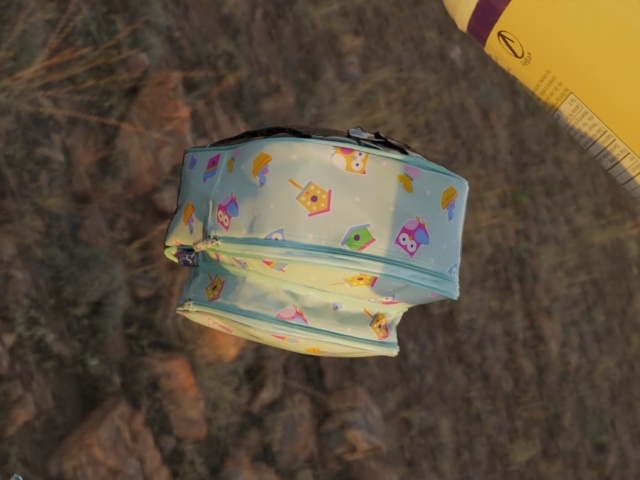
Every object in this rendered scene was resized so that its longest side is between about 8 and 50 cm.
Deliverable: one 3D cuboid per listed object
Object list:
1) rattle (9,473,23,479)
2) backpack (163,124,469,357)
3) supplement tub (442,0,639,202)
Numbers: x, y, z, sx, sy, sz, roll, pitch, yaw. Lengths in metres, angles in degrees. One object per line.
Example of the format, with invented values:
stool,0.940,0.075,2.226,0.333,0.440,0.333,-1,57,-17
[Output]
rattle,-0.264,0.315,0.977,0.199,0.130,0.143,39,-26,42
backpack,0.000,0.000,0.720,0.165,0.188,0.145,15,75,-27
supplement tub,0.249,-0.101,0.569,0.331,0.241,0.241,45,21,6
